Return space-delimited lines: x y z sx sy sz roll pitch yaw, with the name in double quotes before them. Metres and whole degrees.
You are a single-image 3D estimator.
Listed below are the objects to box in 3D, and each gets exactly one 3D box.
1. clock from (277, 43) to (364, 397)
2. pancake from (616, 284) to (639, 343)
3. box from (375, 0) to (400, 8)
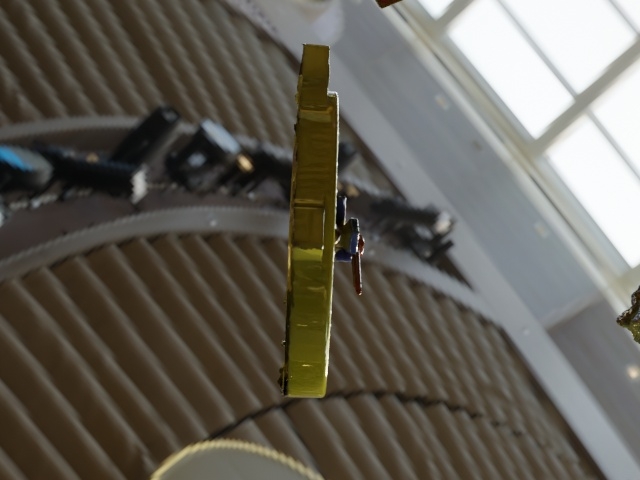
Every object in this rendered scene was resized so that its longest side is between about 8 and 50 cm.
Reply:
"clock" 0.004 0.001 1.248 0.071 0.293 0.277 3 -122 -2
"pancake" 0.565 0.026 1.847 0.054 0.376 0.197 58 -175 -19
"box" 0.157 -0.455 2.059 0.074 0.153 0.240 51 -146 -27
